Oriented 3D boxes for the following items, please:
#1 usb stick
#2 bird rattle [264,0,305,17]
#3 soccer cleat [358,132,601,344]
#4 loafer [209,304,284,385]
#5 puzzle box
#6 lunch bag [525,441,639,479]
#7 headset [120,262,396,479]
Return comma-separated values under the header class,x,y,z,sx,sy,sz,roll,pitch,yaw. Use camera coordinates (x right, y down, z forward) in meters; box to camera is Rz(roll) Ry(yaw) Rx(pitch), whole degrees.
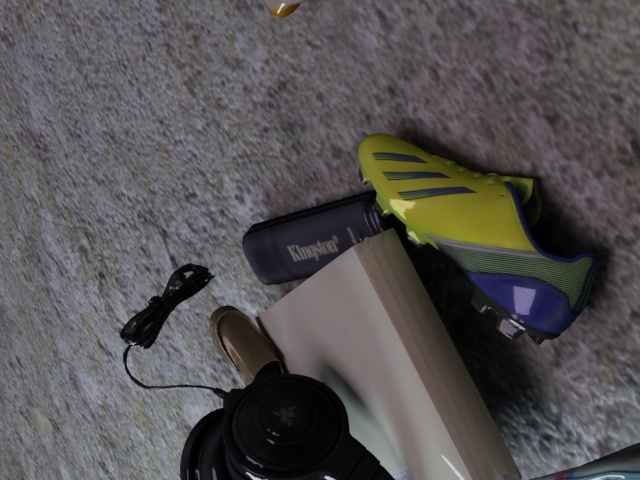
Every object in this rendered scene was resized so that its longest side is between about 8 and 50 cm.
class,x,y,z,sx,sy,sz,roll,pitch,yaw
usb stick,0.000,0.000,1.531,0.278,0.045,0.077,-14,97,56
bird rattle,-0.049,-0.336,1.363,0.207,0.143,0.253,51,133,2
soccer cleat,0.146,-0.026,1.297,0.289,0.093,0.121,47,111,35
loafer,-0.073,0.137,1.603,0.148,0.056,0.050,56,158,-4
puzzle box,0.049,0.161,1.489,0.272,0.052,0.409,63,158,4
lunch bag,0.288,0.208,1.102,0.279,0.224,0.107,-34,71,62
headset,-0.049,0.206,1.501,0.394,0.185,0.243,42,147,-4
